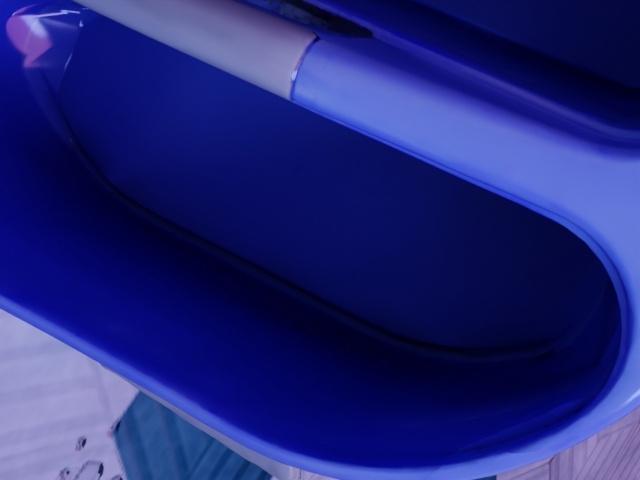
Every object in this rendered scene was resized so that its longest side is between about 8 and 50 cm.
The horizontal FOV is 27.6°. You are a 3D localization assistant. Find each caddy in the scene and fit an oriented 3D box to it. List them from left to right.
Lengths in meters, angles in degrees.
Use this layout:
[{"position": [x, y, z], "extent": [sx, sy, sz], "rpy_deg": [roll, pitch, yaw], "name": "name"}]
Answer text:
[{"position": [-0.015, -0.072, 0.427], "extent": [0.179, 0.341, 0.241], "rpy_deg": [-17, 131, -68], "name": "caddy"}]

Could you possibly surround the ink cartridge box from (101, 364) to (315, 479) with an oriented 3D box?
[{"position": [0.000, 0.000, 0.648], "extent": [0.208, 0.153, 0.087], "rpy_deg": [-39, 140, -33], "name": "ink cartridge box"}]
